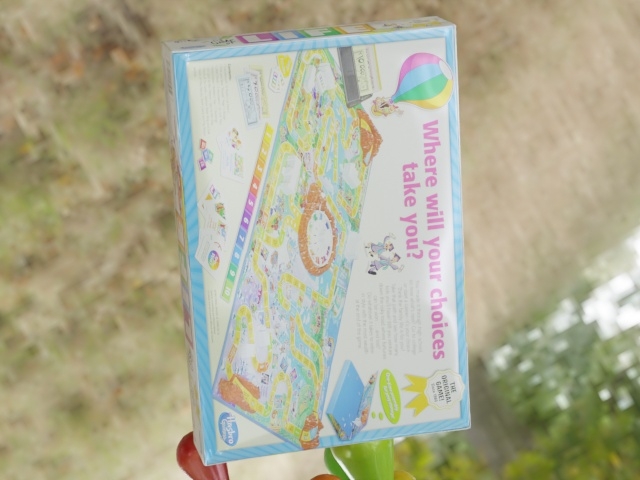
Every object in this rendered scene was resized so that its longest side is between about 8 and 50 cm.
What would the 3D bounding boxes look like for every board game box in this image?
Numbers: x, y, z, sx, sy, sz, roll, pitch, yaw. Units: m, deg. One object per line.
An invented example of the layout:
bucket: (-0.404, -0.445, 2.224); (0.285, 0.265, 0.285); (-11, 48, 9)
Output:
board game box: (0.000, 0.000, 0.673); (0.103, 0.154, 0.026); (-6, -165, -12)

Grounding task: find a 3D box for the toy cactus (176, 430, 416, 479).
toy cactus: (0.034, 0.161, 0.821); (0.112, 0.180, 0.219); (-41, 144, 14)
